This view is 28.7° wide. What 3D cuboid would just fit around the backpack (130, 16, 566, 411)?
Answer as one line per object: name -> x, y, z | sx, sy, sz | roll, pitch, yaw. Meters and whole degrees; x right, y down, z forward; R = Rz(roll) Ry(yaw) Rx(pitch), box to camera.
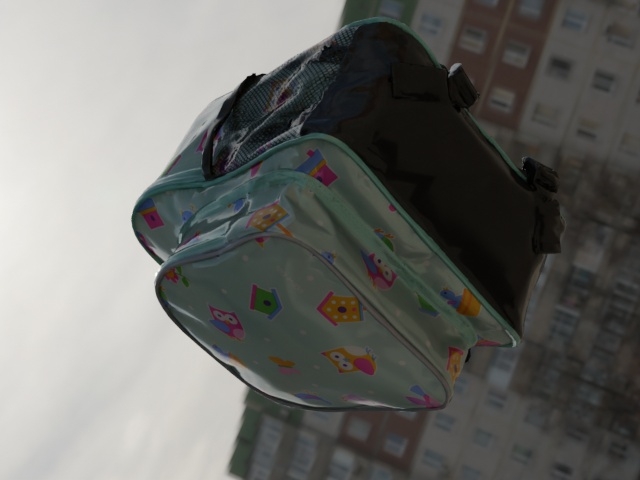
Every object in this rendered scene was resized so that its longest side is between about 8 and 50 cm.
backpack -> 0.000, 0.000, 0.616 | 0.166, 0.188, 0.144 | 43, -116, -27
